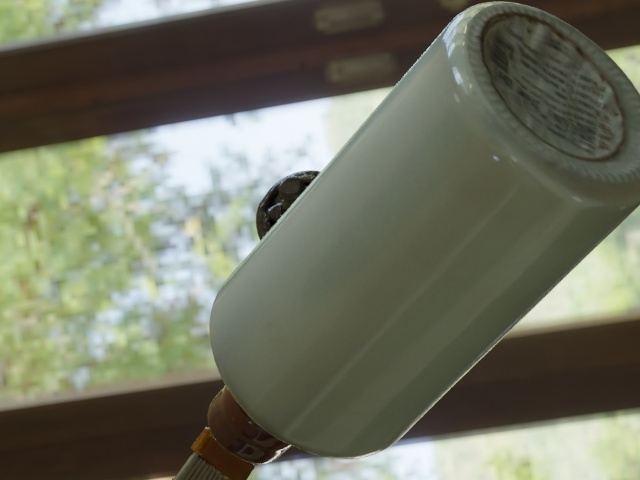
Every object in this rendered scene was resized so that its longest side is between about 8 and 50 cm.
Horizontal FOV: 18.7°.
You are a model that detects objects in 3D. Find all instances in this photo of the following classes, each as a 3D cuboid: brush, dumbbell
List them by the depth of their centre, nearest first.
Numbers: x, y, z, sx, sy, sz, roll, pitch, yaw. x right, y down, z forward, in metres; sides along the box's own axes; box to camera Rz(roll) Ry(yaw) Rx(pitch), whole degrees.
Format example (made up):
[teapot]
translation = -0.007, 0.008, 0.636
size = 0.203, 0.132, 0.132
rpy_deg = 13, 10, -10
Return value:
[brush]
translation = -0.027, 0.101, 1.508
size = 0.314, 0.017, 0.090
rpy_deg = -55, -29, -9
[dumbbell]
translation = 0.000, 0.000, 1.525
size = 0.254, 0.082, 0.081
rpy_deg = 63, -159, -70

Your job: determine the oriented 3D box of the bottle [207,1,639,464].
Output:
[bottle]
translation = 0.029, 0.015, 0.810
size = 0.245, 0.104, 0.104
rpy_deg = -49, 27, 38
